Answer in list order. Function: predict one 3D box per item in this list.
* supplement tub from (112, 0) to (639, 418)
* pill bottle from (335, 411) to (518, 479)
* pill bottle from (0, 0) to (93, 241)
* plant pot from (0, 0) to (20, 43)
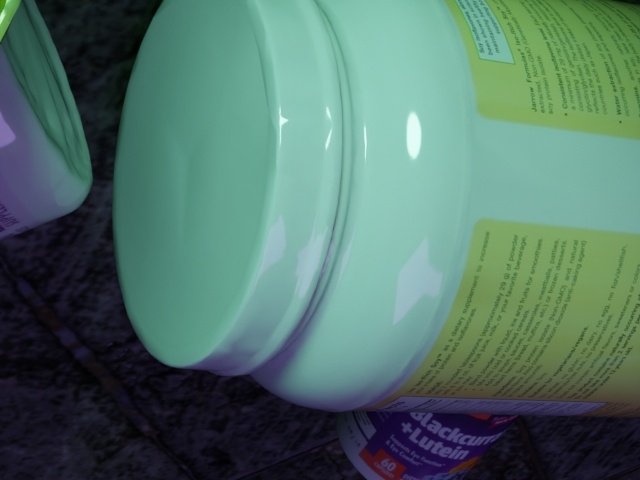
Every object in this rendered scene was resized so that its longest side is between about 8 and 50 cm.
[{"bbox_3d":[0.078,-0.025,0.876,0.331,0.241,0.241,5,136,-28],"label":"supplement tub"},{"bbox_3d":[0.099,0.089,1.135,0.108,0.108,0.193,7,135,-31],"label":"pill bottle"},{"bbox_3d":[-0.276,-0.039,0.763,0.302,0.169,0.169,-21,143,2],"label":"pill bottle"},{"bbox_3d":[-0.275,-0.138,0.533,0.275,0.293,0.274,-5,99,-33],"label":"plant pot"}]
